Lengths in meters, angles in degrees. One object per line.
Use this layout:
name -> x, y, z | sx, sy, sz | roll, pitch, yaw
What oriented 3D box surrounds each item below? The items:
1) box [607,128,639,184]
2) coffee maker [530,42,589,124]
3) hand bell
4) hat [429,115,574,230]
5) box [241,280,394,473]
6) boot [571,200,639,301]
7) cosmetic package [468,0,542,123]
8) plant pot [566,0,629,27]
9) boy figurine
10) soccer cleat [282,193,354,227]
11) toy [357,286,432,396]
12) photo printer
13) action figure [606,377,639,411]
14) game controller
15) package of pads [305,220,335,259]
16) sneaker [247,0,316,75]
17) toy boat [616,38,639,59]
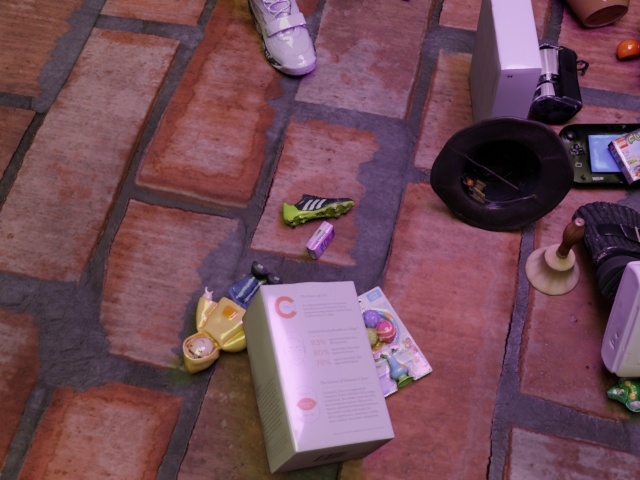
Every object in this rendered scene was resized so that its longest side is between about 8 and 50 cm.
box -> 0.815, -0.227, 1.728 | 0.207, 0.036, 0.114 | -24, 77, -1
coffee maker -> 0.619, -0.400, 1.844 | 0.171, 0.120, 0.178 | 2, 64, 4
hand bell -> 0.537, 0.018, 1.572 | 0.126, 0.242, 0.126 | -1, 64, 2
hat -> 0.423, -0.179, 1.656 | 0.331, 0.331, 0.134 | 14, 47, 10
box -> -0.015, 0.275, 1.483 | 0.214, 0.168, 0.345 | -1, 61, -24
boot -> 0.732, 0.064, 1.602 | 0.348, 0.131, 0.260 | 31, 30, -15
cosmetic package -> 0.430, -0.398, 1.711 | 0.097, 0.377, 0.285 | 0, 64, 5
plant pot -> 0.745, -0.725, 1.958 | 0.237, 0.237, 0.255 | -9, 78, -1
boy figurine -> -0.214, 0.176, 1.627 | 0.177, 0.092, 0.285 | 39, 69, 17
soccer cleat -> -0.007, -0.086, 1.762 | 0.178, 0.060, 0.072 | -13, 62, 0
toy -> 0.132, 0.217, 1.602 | 0.136, 0.056, 0.237 | -26, 65, -11
photo printer -> 0.749, 0.159, 1.440 | 0.307, 0.256, 0.107 | -1, 34, -1
action figure -> 0.718, 0.311, 1.514 | 0.232, 0.063, 0.137 | -8, 53, -4
game controller -> 0.751, -0.210, 1.771 | 0.319, 0.067, 0.167 | 0, 63, 4
package of pads -> 0.000, 0.000, 1.722 | 0.032, 0.050, 0.083 | 28, 69, 22
sneaker -> -0.119, -0.632, 1.955 | 0.137, 0.210, 0.366 | -22, 64, -7
toy boat -> 0.861, -0.513, 1.893 | 0.151, 0.151, 0.231 | -12, 58, 32
